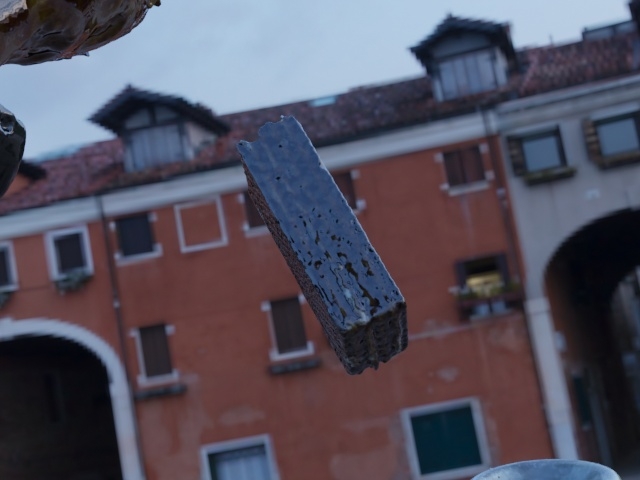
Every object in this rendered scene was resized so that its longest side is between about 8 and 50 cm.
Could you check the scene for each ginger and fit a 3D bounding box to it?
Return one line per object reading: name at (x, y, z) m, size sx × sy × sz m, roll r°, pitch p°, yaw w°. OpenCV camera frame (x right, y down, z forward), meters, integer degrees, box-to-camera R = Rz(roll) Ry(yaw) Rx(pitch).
ginger at (-0.319, -0.299, 1.350) m, size 0.176 × 0.254 × 0.418 m, roll -25°, pitch 1°, yaw 24°

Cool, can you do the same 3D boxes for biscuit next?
biscuit at (0.000, 0.000, 1.218) m, size 0.070 × 0.252 × 0.106 m, roll -25°, pitch -27°, yaw -8°

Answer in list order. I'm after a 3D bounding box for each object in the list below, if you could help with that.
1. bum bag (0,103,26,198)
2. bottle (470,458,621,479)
bum bag at (-0.349, -0.036, 0.994) m, size 0.142 × 0.080 × 0.326 m, roll 39°, pitch -47°, yaw -21°
bottle at (0.145, 0.300, 0.748) m, size 0.093 × 0.330 × 0.093 m, roll -6°, pitch 6°, yaw 1°
